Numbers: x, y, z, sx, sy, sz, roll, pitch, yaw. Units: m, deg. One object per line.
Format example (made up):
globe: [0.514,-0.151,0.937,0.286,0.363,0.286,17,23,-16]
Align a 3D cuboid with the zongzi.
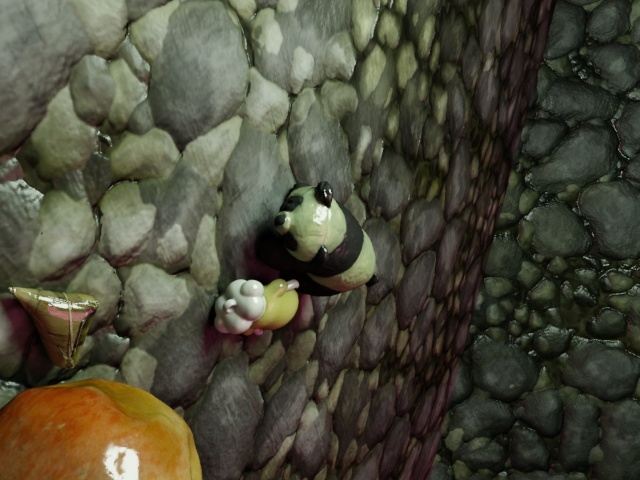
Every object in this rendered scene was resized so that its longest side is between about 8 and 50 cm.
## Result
zongzi: [-0.261,0.084,0.531,0.083,0.040,0.076,15,97,-50]

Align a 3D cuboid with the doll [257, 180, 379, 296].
doll: [0.001,0.000,0.852,0.234,0.135,0.144,50,59,-52]

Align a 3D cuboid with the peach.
peach: [-0.217,0.240,0.534,0.235,0.214,0.214,18,88,-79]

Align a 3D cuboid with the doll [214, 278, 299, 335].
doll: [-0.087,0.094,0.804,0.106,0.062,0.162,-53,157,11]
